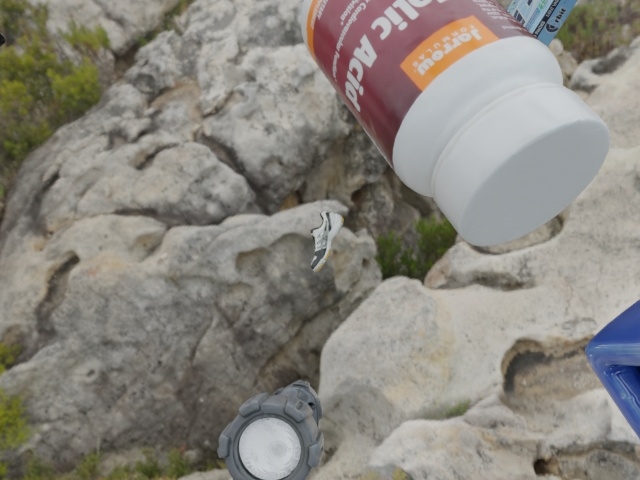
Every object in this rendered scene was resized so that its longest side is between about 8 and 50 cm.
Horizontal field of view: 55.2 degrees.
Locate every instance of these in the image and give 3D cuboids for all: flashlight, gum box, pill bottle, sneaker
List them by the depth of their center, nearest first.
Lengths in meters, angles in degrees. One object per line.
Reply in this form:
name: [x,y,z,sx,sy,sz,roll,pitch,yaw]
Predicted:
flashlight: [-0.041,0.217,0.728,0.103,0.304,0.103,-29,83,1]
pill bottle: [0.149,-0.196,0.762,0.224,0.224,0.392,-28,57,-4]
sneaker: [0.000,0.000,0.826,0.032,0.037,0.083,-178,110,-83]
gum box: [0.390,-0.421,1.081,0.041,0.157,0.184,19,36,-11]

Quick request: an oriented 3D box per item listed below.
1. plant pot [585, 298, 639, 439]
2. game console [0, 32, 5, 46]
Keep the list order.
plant pot: [0.333,0.078,0.313,0.212,0.236,0.236,-38,3,-19]
game console: [-0.315,-0.175,0.466,0.071,0.122,0.107,-43,67,-2]
